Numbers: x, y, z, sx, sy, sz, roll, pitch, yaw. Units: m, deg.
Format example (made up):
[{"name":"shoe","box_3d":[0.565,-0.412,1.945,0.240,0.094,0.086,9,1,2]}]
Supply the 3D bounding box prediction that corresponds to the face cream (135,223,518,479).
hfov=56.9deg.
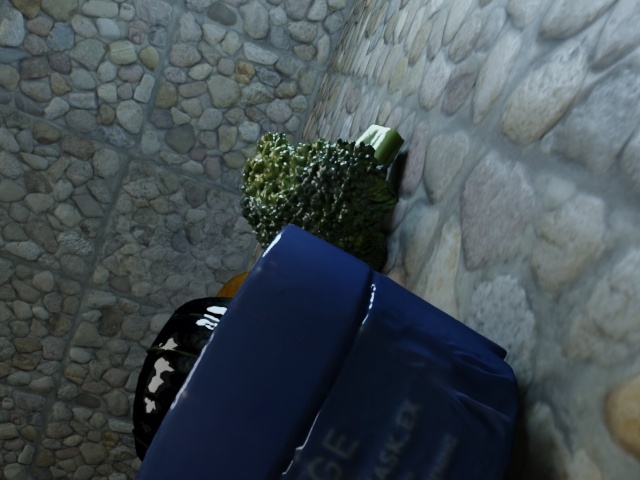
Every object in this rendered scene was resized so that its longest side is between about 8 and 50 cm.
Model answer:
[{"name":"face cream","box_3d":[0.010,0.143,0.488,0.249,0.225,0.249,-62,0,-1]}]

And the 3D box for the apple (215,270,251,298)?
[{"name":"apple","box_3d":[-0.100,0.161,1.169,0.236,0.207,0.237,-8,81,59]}]

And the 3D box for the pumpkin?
[{"name":"pumpkin","box_3d":[-0.138,0.238,0.902,0.296,0.295,0.296,-160,90,-79]}]

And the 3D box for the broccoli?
[{"name":"broccoli","box_3d":[-0.006,-0.084,0.976,0.375,0.249,0.302,131,154,-74]}]
